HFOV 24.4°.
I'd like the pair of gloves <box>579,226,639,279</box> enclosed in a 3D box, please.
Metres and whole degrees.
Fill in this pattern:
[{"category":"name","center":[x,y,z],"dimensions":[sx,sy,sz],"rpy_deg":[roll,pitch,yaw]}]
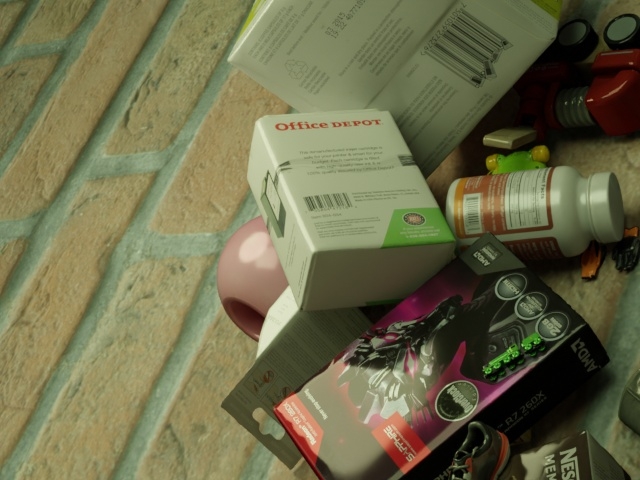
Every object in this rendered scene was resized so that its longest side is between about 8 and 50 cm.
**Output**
[{"category":"pair of gloves","center":[0.379,0.017,1.941],"dimensions":[0.083,0.010,0.074],"rpy_deg":[-13,43,30]}]

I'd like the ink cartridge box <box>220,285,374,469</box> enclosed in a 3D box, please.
[{"category":"ink cartridge box","center":[-0.026,0.172,2.001],"dimensions":[0.224,0.181,0.056],"rpy_deg":[-49,39,-9]}]

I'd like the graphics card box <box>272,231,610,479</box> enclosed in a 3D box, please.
[{"category":"graphics card box","center":[0.143,0.181,1.835],"dimensions":[0.371,0.094,0.233],"rpy_deg":[-38,40,-2]}]

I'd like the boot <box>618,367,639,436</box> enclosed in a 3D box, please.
[{"category":"boot","center":[0.394,0.239,1.661],"dimensions":[0.189,0.076,0.208],"rpy_deg":[-51,37,0]}]

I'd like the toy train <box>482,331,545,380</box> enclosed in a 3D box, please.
[{"category":"toy train","center":[0.226,0.135,1.737],"dimensions":[0.083,0.017,0.023],"rpy_deg":[-32,34,5]}]

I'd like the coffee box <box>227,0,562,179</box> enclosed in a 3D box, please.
[{"category":"coffee box","center":[0.121,-0.355,2.129],"dimensions":[0.337,0.338,0.334],"rpy_deg":[-47,15,37]}]

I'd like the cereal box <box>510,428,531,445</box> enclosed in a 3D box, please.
[{"category":"cereal box","center":[0.158,0.204,1.918],"dimensions":[0.240,0.047,0.173],"rpy_deg":[-17,45,27]}]

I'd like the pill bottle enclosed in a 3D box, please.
[{"category":"pill bottle","center":[0.284,-0.034,1.955],"dimensions":[0.216,0.121,0.121],"rpy_deg":[-6,49,23]}]

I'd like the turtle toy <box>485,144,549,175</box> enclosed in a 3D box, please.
[{"category":"turtle toy","center":[0.277,-0.072,2.069],"dimensions":[0.095,0.066,0.130],"rpy_deg":[-9,49,31]}]

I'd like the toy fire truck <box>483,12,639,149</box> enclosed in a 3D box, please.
[{"category":"toy fire truck","center":[0.345,-0.191,2.058],"dimensions":[0.217,0.158,0.246],"rpy_deg":[1,57,41]}]

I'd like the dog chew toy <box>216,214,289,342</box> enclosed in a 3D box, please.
[{"category":"dog chew toy","center":[0.000,0.000,2.144],"dimensions":[0.207,0.206,0.332],"rpy_deg":[10,52,46]}]

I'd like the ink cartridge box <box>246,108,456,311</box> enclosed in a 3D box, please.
[{"category":"ink cartridge box","center":[0.035,-0.045,1.971],"dimensions":[0.198,0.114,0.272],"rpy_deg":[-5,44,-19]}]

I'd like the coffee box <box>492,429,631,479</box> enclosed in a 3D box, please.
[{"category":"coffee box","center":[0.256,0.375,1.607],"dimensions":[0.168,0.119,0.297],"rpy_deg":[-24,40,26]}]

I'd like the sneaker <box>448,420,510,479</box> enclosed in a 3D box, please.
[{"category":"sneaker","center":[0.159,0.271,1.647],"dimensions":[0.061,0.065,0.158],"rpy_deg":[-9,48,40]}]
